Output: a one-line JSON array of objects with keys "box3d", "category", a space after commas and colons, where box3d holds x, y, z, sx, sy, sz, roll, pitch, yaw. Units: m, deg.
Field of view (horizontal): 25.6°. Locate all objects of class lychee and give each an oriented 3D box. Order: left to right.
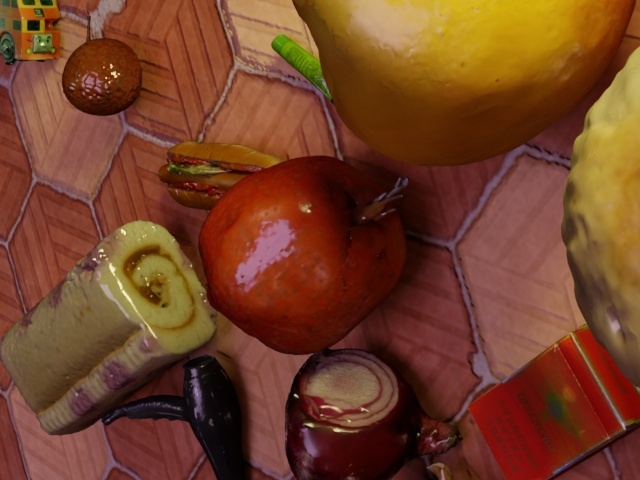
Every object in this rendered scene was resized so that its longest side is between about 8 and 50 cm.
[{"box3d": [-0.282, -0.217, 1.831, 0.114, 0.101, 0.140, -58, 18, 1], "category": "lychee"}]

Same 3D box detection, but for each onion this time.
[{"box3d": [0.054, 0.218, 1.563, 0.198, 0.173, 0.135, 18, 136, 6], "category": "onion"}]

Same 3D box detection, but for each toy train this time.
[{"box3d": [-0.445, -0.305, 1.996, 0.188, 0.072, 0.099, 17, 113, 43], "category": "toy train"}]

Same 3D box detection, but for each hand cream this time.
[{"box3d": [-0.010, -0.194, 1.597, 0.122, 0.023, 0.036, 42, 116, 30], "category": "hand cream"}]

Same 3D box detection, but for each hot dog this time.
[{"box3d": [-0.125, -0.074, 1.724, 0.236, 0.062, 0.092, 6, 108, 47], "category": "hot dog"}]

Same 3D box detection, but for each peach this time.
[{"box3d": [0.137, -0.213, 1.268, 0.308, 0.289, 0.289, -14, 90, 9], "category": "peach"}]

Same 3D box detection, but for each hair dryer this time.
[{"box3d": [-0.197, 0.248, 1.850, 0.219, 0.075, 0.195, -4, 107, 31], "category": "hair dryer"}]

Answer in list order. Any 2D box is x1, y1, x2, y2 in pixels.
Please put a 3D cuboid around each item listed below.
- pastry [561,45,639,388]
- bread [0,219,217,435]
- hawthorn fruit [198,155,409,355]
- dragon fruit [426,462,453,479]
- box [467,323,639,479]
[{"box3d": [0.376, -0.012, 1.019, 0.388, 0.312, 0.388, -4, 82, 32], "category": "pastry"}, {"box3d": [-0.288, 0.125, 1.882, 0.338, 0.155, 0.187, -38, 83, 44], "category": "bread"}, {"box3d": [0.000, 0.000, 1.513, 0.299, 0.211, 0.211, -34, 75, 38], "category": "hawthorn fruit"}, {"box3d": [0.086, 0.343, 1.494, 0.147, 0.211, 0.282, 67, 167, -5], "category": "dragon fruit"}, {"box3d": [0.237, 0.171, 1.411, 0.175, 0.048, 0.112, -43, 67, 44], "category": "box"}]
